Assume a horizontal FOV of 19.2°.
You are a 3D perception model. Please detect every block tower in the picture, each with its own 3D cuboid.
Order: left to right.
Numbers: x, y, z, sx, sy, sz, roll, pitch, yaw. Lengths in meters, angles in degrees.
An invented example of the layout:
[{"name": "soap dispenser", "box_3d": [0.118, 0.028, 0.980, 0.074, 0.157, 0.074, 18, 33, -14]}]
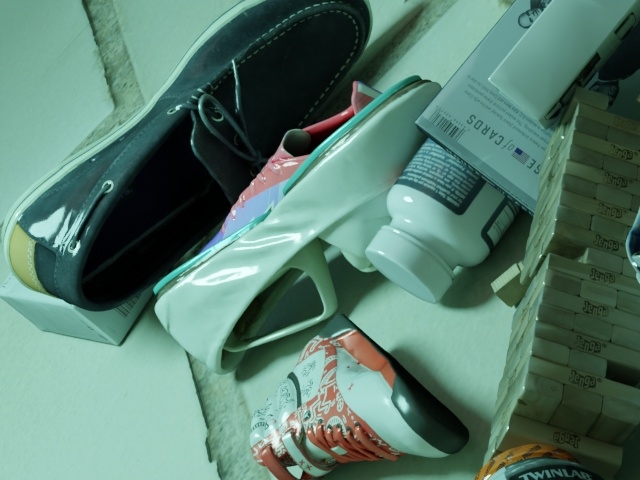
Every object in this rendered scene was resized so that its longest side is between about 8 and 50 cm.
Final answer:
[{"name": "block tower", "box_3d": [0.206, 0.035, 1.464, 0.091, 0.097, 0.335, 112, 174, -50]}]

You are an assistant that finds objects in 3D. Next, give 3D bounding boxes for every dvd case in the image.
[{"name": "dvd case", "box_3d": [0.225, -0.139, 1.642, 0.239, 0.179, 0.029, -50, -17, -4]}]

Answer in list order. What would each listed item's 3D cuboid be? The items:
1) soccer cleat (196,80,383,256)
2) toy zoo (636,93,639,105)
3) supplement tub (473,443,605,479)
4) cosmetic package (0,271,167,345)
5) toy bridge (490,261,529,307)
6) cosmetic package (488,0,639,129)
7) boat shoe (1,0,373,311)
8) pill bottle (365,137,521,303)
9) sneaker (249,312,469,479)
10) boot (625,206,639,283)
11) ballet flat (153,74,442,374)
[{"name": "soccer cleat", "box_3d": [-0.032, -0.049, 1.945, 0.318, 0.116, 0.109, -33, 30, 28]}, {"name": "toy zoo", "box_3d": [0.409, -0.183, 1.490, 0.293, 0.030, 0.192, -51, 43, -6]}, {"name": "supplement tub", "box_3d": [0.163, 0.226, 1.273, 0.117, 0.117, 0.190, -42, 27, 12]}, {"name": "cosmetic package", "box_3d": [-0.284, 0.048, 2.239, 0.231, 0.085, 0.117, 4, 56, 57]}, {"name": "toy bridge", "box_3d": [0.190, 0.070, 1.546, 0.063, 0.026, 0.188, -41, 27, 12]}, {"name": "cosmetic package", "box_3d": [0.240, -0.203, 1.568, 0.239, 0.060, 0.099, -51, -7, 6]}, {"name": "boat shoe", "box_3d": [-0.121, -0.101, 2.068, 0.500, 0.187, 0.156, -40, 42, -12]}, {"name": "pill bottle", "box_3d": [0.123, -0.039, 1.704, 0.180, 0.108, 0.108, -53, 27, -11]}, {"name": "sneaker", "box_3d": [0.025, 0.165, 1.603, 0.145, 0.090, 0.270, -49, 23, 0]}, {"name": "boot", "box_3d": [0.259, 0.055, 1.351, 0.095, 0.123, 0.258, -26, 34, 38]}, {"name": "ballet flat", "box_3d": [0.000, 0.000, 1.824, 0.400, 0.139, 0.139, -39, 27, 31]}]
